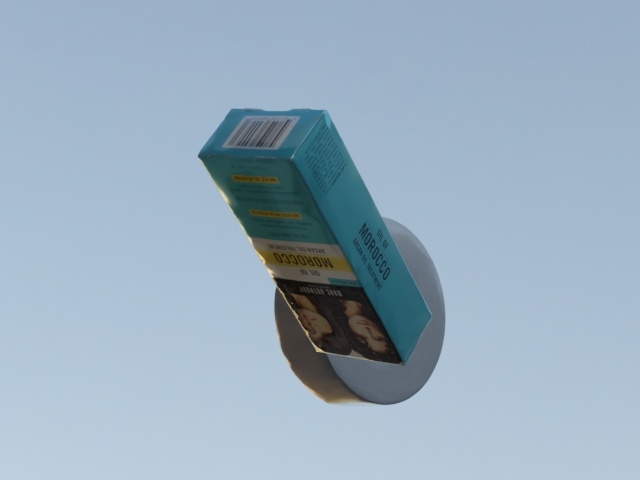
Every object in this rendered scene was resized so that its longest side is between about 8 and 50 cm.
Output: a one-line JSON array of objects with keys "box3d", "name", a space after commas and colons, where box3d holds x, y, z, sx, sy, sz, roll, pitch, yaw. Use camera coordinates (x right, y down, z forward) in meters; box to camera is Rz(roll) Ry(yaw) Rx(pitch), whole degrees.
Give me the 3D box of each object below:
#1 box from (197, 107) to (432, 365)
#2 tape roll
[{"box3d": [0.000, 0.000, 1.032, 0.100, 0.060, 0.244, 5, -41, 37], "name": "box"}, {"box3d": [0.049, 0.084, 1.447, 0.219, 0.219, 0.072, 34, -29, -35], "name": "tape roll"}]
